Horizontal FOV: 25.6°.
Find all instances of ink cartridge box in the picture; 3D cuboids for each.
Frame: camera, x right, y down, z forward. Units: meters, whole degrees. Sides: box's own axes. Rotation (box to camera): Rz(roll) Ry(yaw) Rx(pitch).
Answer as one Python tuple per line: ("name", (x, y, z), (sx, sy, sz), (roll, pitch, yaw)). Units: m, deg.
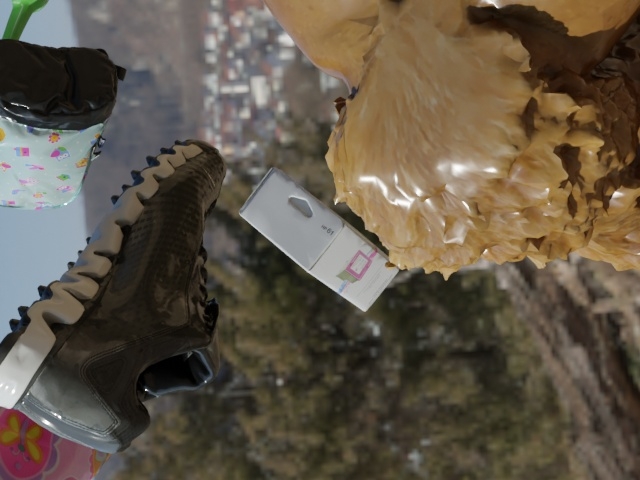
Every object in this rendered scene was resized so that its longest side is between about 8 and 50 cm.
("ink cartridge box", (0.000, 0.000, 1.155), (0.088, 0.052, 0.122), (39, 180, 30))

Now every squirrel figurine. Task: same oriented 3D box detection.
("squirrel figurine", (0.123, -0.169, 0.813), (0.370, 0.281, 0.397), (-21, -78, -65))

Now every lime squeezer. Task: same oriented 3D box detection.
("lime squeezer", (-0.352, -0.288, 1.538), (0.059, 0.110, 0.310), (22, -142, -55))

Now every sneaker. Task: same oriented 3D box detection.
("sneaker", (-0.094, 0.034, 0.789), (0.078, 0.106, 0.234), (-50, 5, 41))

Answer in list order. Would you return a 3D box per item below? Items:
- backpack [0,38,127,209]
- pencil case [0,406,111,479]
("backpack", (-0.283, -0.113, 1.395), (0.182, 0.152, 0.115), (122, 155, -56))
("pencil case", (-0.263, 0.178, 1.029), (0.284, 0.124, 0.124), (-42, -44, -56))
